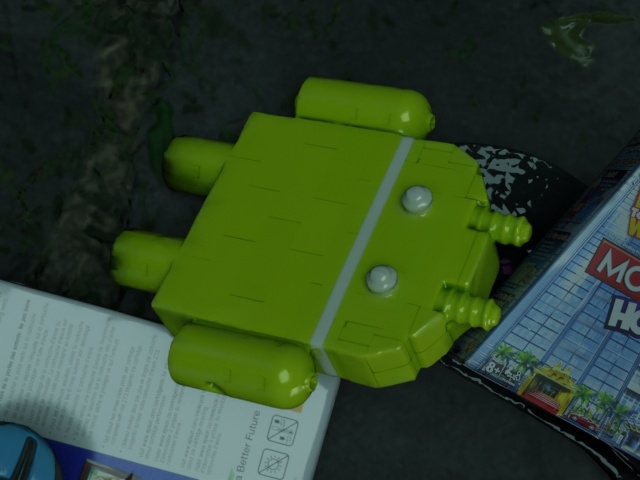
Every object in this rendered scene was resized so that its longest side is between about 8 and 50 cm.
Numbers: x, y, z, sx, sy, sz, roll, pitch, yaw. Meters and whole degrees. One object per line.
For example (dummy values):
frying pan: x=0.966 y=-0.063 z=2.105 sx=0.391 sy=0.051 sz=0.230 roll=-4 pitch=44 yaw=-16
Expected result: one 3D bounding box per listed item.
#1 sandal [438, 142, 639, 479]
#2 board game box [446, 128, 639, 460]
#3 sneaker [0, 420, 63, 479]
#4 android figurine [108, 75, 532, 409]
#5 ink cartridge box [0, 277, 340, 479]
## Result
sandal: x=0.214 y=0.087 z=0.940 sx=0.446 sy=0.107 sz=0.167 roll=41 pitch=85 yaw=-1
board game box: x=0.211 y=0.035 z=0.861 sx=0.194 sy=0.060 sz=0.194 roll=28 pitch=90 yaw=-10
sneaker: x=-0.281 y=0.244 z=0.858 sx=0.125 sy=0.139 sz=0.340 roll=38 pitch=97 yaw=-4
android figurine: x=0.000 y=0.000 z=0.879 sx=0.273 sy=0.056 sz=0.248 roll=12 pitch=61 yaw=27
ink cartridge box: x=-0.186 y=0.126 z=0.922 sx=0.371 sy=0.069 sz=0.175 roll=16 pitch=87 yaw=-6
